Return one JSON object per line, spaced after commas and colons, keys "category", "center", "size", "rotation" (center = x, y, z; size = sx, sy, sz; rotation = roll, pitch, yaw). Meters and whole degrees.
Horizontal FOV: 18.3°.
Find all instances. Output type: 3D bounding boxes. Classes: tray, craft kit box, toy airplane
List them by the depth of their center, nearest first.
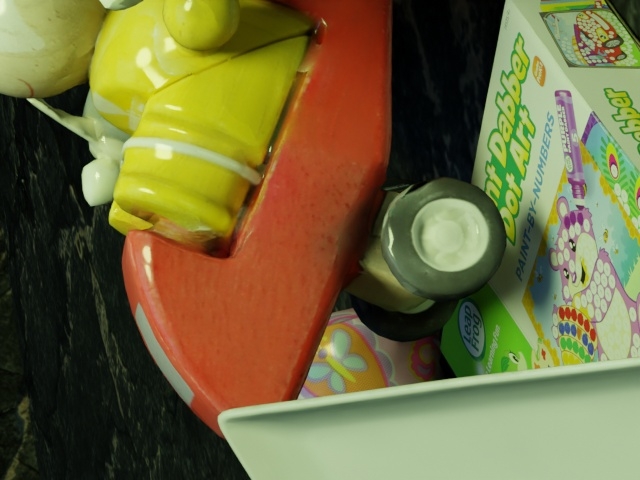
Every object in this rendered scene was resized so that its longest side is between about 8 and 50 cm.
{"category": "tray", "center": [0.093, 0.111, 0.888], "size": [0.270, 0.030, 0.145], "rotation": [-11, 119, 36]}
{"category": "craft kit box", "center": [0.144, 0.044, 0.971], "size": [0.246, 0.061, 0.250], "rotation": [-116, 24, -44]}
{"category": "toy airplane", "center": [-0.055, -0.139, 1.024], "size": [0.384, 0.272, 0.386], "rotation": [-99, 12, -57]}

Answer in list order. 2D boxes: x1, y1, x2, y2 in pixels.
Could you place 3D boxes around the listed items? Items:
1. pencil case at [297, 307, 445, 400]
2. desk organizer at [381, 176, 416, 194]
{"category": "pencil case", "center": [0.048, 0.181, 1.227], "size": [0.124, 0.124, 0.284], "rotation": [145, 112, -70]}
{"category": "desk organizer", "center": [0.000, 0.000, 1.242], "size": [0.047, 0.130, 0.050], "rotation": [-158, 57, -68]}
